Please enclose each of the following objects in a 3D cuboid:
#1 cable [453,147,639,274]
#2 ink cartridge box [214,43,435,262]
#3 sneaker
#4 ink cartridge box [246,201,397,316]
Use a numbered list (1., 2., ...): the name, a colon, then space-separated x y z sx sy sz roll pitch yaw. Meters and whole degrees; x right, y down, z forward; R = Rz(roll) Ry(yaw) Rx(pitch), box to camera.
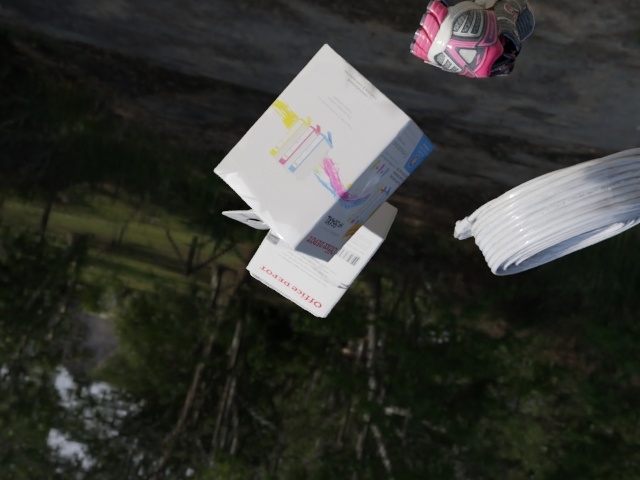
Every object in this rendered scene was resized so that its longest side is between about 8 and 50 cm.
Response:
1. cable: 0.327 -0.036 1.238 0.257 0.089 0.257 -15 168 -16
2. ink cartridge box: -0.001 -0.054 0.704 0.090 0.143 0.092 44 -173 18
3. sneaker: 0.230 -0.274 1.285 0.112 0.121 0.299 34 -147 17
4. ink cartridge box: 0.000 0.000 0.951 0.099 0.135 0.056 33 -139 -3
